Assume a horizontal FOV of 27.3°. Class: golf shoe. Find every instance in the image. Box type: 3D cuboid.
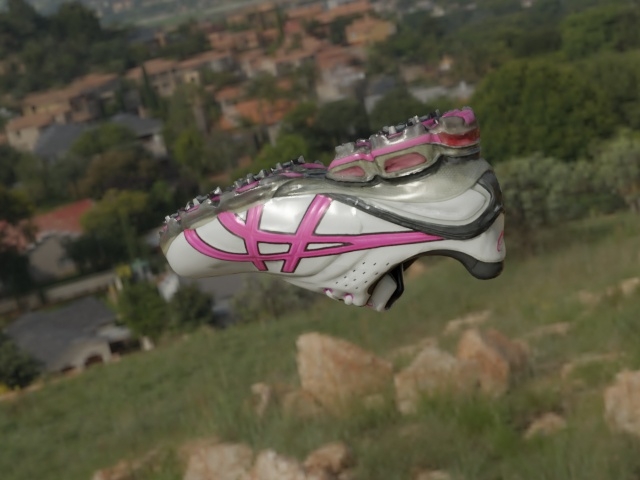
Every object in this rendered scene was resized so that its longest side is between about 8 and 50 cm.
[{"bbox_3d":[0.000,0.000,0.627,0.186,0.086,0.067,-15,7,35],"label":"golf shoe"}]
